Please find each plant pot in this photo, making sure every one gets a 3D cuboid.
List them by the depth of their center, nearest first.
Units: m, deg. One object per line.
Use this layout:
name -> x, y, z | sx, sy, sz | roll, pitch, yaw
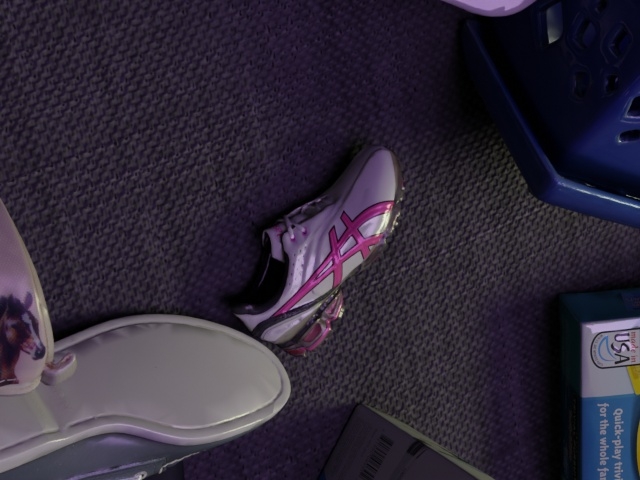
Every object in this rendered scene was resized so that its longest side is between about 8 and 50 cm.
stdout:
plant pot -> 0.260, -0.144, 1.271 | 0.236, 0.236, 0.212 | 11, 130, -34

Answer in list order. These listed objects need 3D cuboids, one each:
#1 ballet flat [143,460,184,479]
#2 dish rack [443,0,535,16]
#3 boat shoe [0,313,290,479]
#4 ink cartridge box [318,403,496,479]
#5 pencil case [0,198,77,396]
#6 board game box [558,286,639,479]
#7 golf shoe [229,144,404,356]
ballet flat -> -0.144, 0.253, 1.249 | 0.074, 0.074, 0.203 | 15, 96, -35
dish rack -> 0.081, -0.358, 1.166 | 0.285, 0.072, 0.333 | 20, 94, -16
boat shoe -> -0.173, 0.137, 1.191 | 0.319, 0.116, 0.099 | -9, 145, -34
ink cartridge box -> 0.074, 0.238, 1.308 | 0.082, 0.190, 0.140 | 28, 89, -35
pencil case -> -0.364, 0.076, 0.994 | 0.410, 0.160, 0.184 | -18, 88, -27
board game box -> 0.396, 0.163, 1.481 | 0.336, 0.079, 0.254 | -6, 110, -5
golf shoe -> 0.000, 0.000, 1.262 | 0.086, 0.067, 0.186 | 31, 87, -34
